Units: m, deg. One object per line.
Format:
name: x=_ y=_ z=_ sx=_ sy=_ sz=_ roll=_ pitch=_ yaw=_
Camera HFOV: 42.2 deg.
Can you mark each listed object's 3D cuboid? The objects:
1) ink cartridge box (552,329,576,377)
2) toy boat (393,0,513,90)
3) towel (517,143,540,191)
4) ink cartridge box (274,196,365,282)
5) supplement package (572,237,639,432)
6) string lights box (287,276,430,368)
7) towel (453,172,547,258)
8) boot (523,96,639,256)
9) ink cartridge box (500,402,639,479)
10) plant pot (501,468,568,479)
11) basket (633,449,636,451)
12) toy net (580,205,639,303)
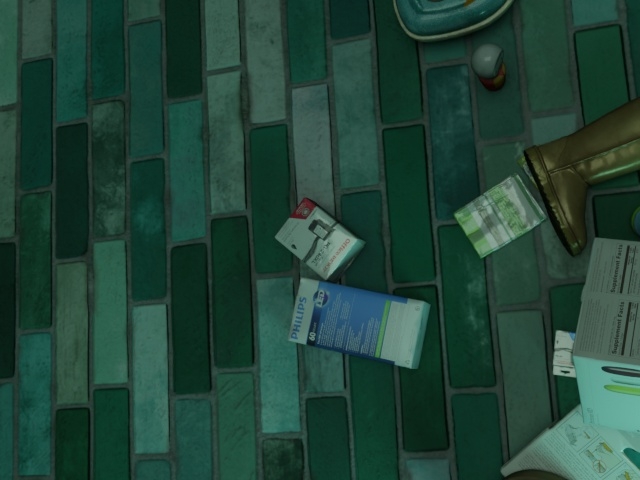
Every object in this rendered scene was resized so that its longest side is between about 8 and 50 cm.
ink cartridge box: x=0.459 y=0.211 z=1.544 sx=0.048 sy=0.028 sz=0.083 roll=5 pitch=83 yaw=19
toy boat: x=0.293 y=-0.450 z=1.639 sx=0.267 sy=0.148 sz=0.318 roll=-22 pitch=75 yaw=13
towel: x=0.430 y=-0.139 z=1.619 sx=0.060 sy=0.009 sz=0.083 roll=-37 pitch=72 yaw=10
ink cartridge box: x=0.000 y=0.000 z=1.709 sx=0.150 sy=0.063 sz=0.109 roll=39 pitch=94 yaw=20
supplement package: x=0.483 y=0.155 z=1.271 sx=0.145 sy=0.262 sz=0.204 roll=6 pitch=60 yaw=26
string lights box: x=0.076 y=0.163 z=1.652 sx=0.259 sy=0.076 sz=0.134 roll=11 pitch=84 yaw=19
towel: x=0.350 y=-0.049 z=1.624 sx=0.152 sy=0.023 sz=0.113 roll=-33 pitch=72 yaw=11
boot: x=0.544 y=-0.124 z=1.539 sx=0.269 sy=0.089 sz=0.236 roll=-21 pitch=84 yaw=9
ink cartridge box: x=0.501 y=0.433 z=1.428 sx=0.296 sy=0.066 sz=0.261 roll=49 pitch=121 yaw=18
plant pot: x=0.372 y=0.528 z=1.431 sx=0.237 sy=0.109 sz=0.238 roll=11 pitch=108 yaw=37
basket: x=0.606 y=0.252 z=1.430 sx=0.226 sy=0.154 sz=0.204 roll=-33 pitch=62 yaw=15
toy net: x=0.574 y=0.046 z=1.530 sx=0.122 sy=0.045 sz=0.232 roll=40 pitch=99 yaw=-10
